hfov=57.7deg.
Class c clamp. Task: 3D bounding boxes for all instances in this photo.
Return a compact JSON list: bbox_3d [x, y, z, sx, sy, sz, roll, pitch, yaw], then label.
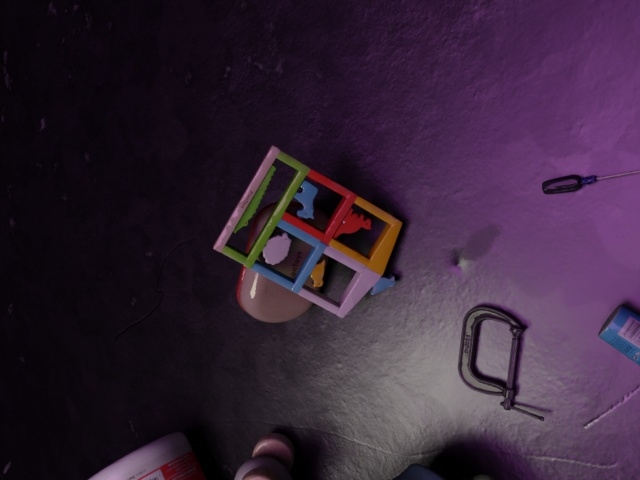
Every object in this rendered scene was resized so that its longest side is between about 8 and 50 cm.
[{"bbox_3d":[0.277,0.182,0.892,0.137,0.022,0.160,4,99,38],"label":"c clamp"}]

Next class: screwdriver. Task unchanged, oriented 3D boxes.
[{"bbox_3d":[0.389,-0.089,0.788,0.170,0.024,0.025,-14,116,32],"label":"screwdriver"}]

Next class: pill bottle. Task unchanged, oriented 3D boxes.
[{"bbox_3d":[-0.300,0.629,1.192,0.229,0.229,0.407,-38,74,30],"label":"pill bottle"}]

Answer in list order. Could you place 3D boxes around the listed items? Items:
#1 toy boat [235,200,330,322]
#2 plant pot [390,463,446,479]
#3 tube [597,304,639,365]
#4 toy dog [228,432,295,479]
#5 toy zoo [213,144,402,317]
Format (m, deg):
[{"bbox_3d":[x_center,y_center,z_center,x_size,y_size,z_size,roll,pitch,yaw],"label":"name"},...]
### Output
[{"bbox_3d":[-0.079,0.030,1.058,0.151,0.151,0.231,41,119,57],"label":"toy boat"},{"bbox_3d":[0.120,0.486,0.857,0.272,0.255,0.271,40,156,22],"label":"plant pot"},{"bbox_3d":[0.467,0.164,0.748,0.207,0.052,0.080,36,118,20],"label":"tube"},{"bbox_3d":[-0.100,0.541,1.082,0.161,0.220,0.333,-19,74,11],"label":"toy dog"},{"bbox_3d":[0.000,0.000,0.951,0.293,0.030,0.192,29,97,-14],"label":"toy zoo"}]
